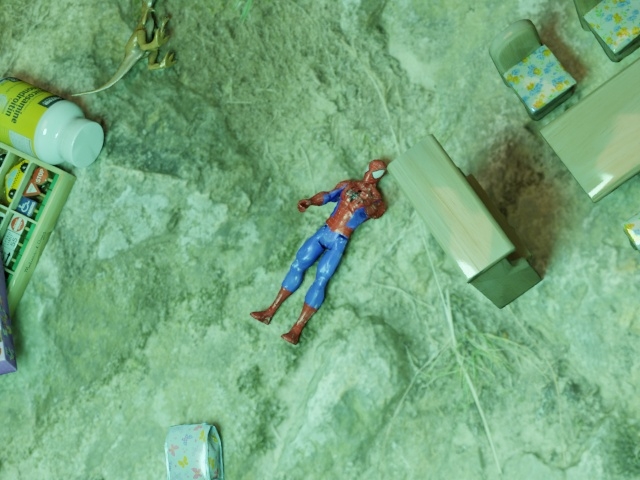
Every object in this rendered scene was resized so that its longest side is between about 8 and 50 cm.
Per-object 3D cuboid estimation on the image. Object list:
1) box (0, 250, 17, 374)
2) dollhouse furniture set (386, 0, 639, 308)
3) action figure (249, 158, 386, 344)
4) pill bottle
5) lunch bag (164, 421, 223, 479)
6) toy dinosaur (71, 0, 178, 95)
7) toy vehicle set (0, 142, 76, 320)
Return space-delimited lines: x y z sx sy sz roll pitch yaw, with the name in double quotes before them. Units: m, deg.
"box" -0.571 0.080 1.619 0.200 0.057 0.293 -16 64 -1
"dollhouse furniture set" 0.313 -0.111 1.327 0.394 0.256 0.362 -36 69 9
"action figure" 0.000 0.000 1.484 0.091 0.139 0.280 33 88 21
"pill bottle" -0.429 -0.178 1.688 0.184 0.103 0.103 23 87 22
"lunch bag" -0.175 0.297 1.523 0.071 0.053 0.083 -9 85 20
"toy dinosaur" -0.284 -0.293 1.694 0.112 0.064 0.212 17 77 35
"toy vehicle set" -0.509 -0.012 1.716 0.166 0.035 0.267 22 87 22
